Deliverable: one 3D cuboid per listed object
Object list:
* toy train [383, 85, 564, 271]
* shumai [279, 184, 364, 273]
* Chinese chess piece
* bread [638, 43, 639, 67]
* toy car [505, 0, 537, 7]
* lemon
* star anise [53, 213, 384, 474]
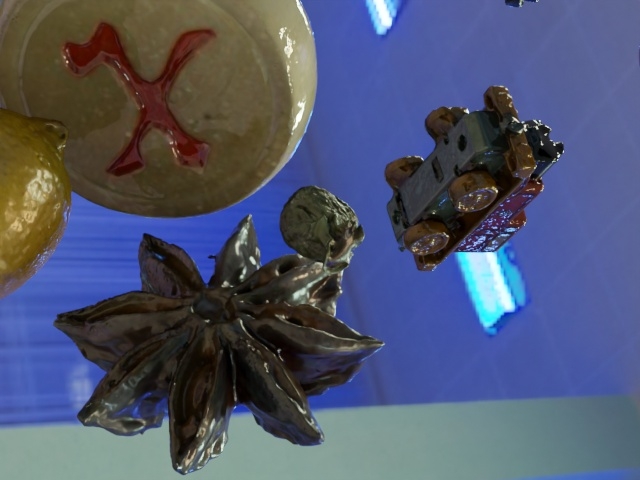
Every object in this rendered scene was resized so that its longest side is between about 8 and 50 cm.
[{"bbox_3d":[0.244,-0.084,1.878,0.369,0.231,0.163,-51,-133,48],"label":"toy train"},{"bbox_3d":[0.000,0.000,1.078,0.080,0.082,0.083,-85,177,-53],"label":"shumai"},{"bbox_3d":[-0.171,-0.182,1.203,0.140,0.338,0.338,-82,-166,-51],"label":"Chinese chess piece"},{"bbox_3d":[0.567,-0.273,1.679,0.217,0.098,0.147,29,-78,41],"label":"bread"},{"bbox_3d":[0.155,-0.251,1.025,0.080,0.170,0.070,16,-73,15],"label":"toy car"},{"bbox_3d":[-0.339,-0.028,1.072,0.188,0.256,0.188,44,-17,17],"label":"lemon"},{"bbox_3d":[-0.099,0.103,1.154,0.118,0.331,0.332,85,-15,-50],"label":"star anise"}]
